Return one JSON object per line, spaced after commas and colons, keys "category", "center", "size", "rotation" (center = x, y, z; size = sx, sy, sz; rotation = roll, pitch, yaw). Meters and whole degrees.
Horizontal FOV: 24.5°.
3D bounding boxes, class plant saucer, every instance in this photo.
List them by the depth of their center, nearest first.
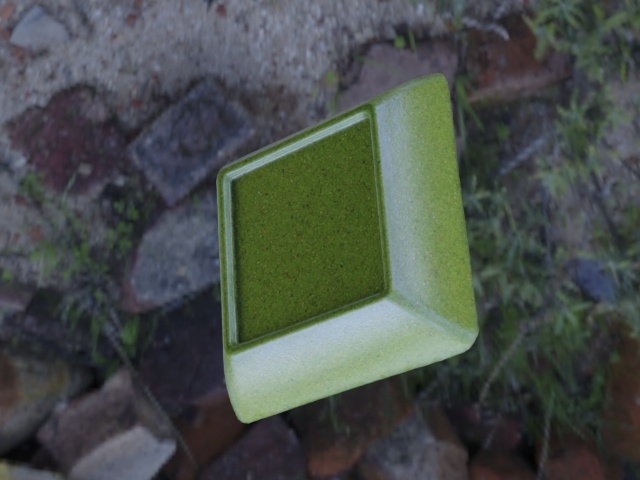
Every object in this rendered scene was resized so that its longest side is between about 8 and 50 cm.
{"category": "plant saucer", "center": [0.000, 0.000, 0.922], "size": [0.188, 0.188, 0.045], "rotation": [-22, 150, 33]}
